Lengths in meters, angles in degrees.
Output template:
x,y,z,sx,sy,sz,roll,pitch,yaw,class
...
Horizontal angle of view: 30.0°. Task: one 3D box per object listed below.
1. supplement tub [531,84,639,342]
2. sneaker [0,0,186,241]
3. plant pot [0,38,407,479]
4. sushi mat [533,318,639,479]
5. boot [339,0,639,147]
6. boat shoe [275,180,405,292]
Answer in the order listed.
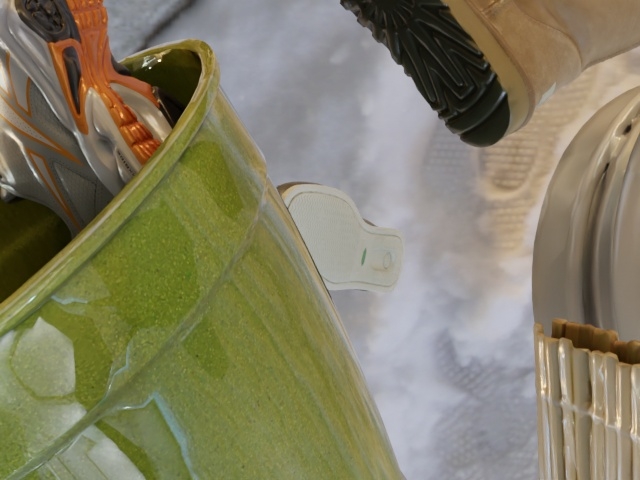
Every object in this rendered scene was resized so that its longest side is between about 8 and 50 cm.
x,y,z,sx,sy,sz,roll,pitch,yaw,class
0.260,0.012,0.423,0.331,0.241,0.241,-9,90,59,supplement tub
-0.174,-0.087,0.711,0.121,0.099,0.262,-39,84,28,sneaker
-0.116,0.128,0.747,0.366,0.366,0.353,-20,117,34,plant pot
0.120,0.190,0.378,0.151,0.019,0.316,24,122,59,sushi mat
0.130,-0.205,0.757,0.236,0.269,0.089,57,148,-4,boot
0.000,0.000,1.071,0.079,0.233,0.084,14,84,27,boat shoe
